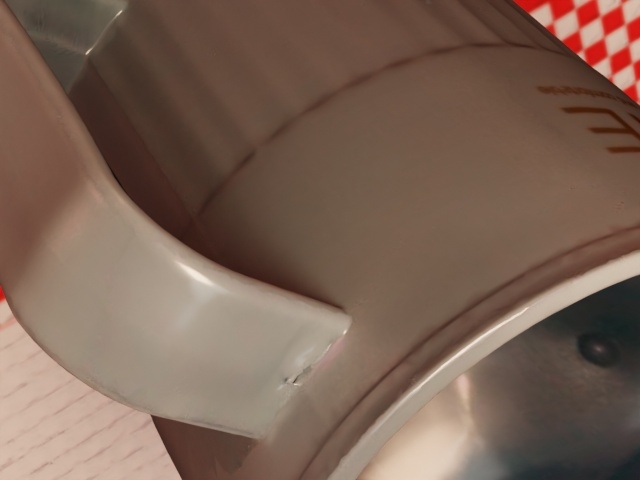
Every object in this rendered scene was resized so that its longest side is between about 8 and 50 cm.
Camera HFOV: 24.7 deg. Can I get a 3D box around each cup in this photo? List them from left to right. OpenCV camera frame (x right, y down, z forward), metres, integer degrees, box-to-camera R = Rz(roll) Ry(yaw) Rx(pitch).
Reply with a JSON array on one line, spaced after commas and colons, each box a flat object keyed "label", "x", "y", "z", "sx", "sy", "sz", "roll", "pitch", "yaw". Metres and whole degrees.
[{"label": "cup", "x": -0.001, "y": 0.016, "z": 0.640, "sx": 0.331, "sy": 0.311, "sz": 0.257, "roll": -10, "pitch": 131, "yaw": -26}]
